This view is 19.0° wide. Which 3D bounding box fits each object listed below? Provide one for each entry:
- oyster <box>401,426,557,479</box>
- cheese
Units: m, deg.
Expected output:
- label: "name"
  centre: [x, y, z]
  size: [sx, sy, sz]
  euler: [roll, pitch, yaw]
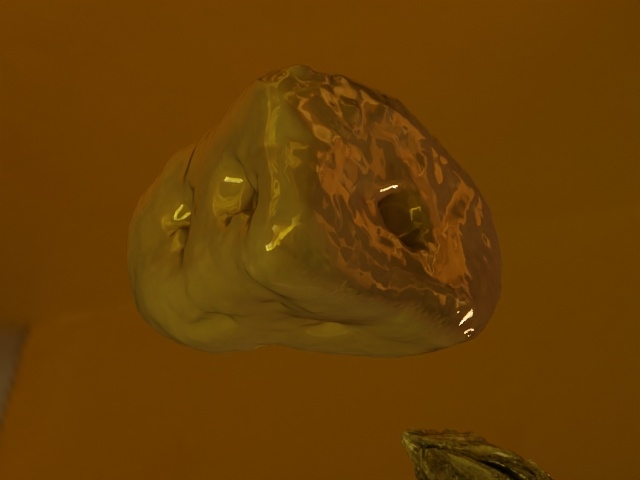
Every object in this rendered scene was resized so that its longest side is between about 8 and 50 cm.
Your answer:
- label: "oyster"
  centre: [0.212, 0.335, 2.305]
  size: [0.112, 0.198, 0.267]
  euler: [-20, -89, -64]
- label: "cheese"
  centre: [0.000, -0.002, 1.363]
  size: [0.248, 0.251, 0.173]
  euler: [14, -117, -33]
